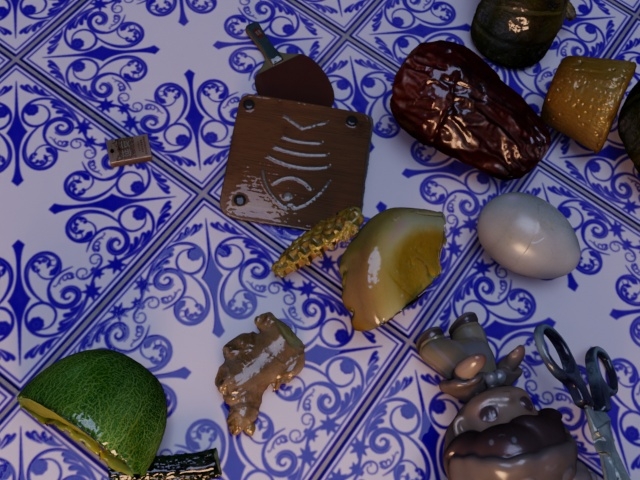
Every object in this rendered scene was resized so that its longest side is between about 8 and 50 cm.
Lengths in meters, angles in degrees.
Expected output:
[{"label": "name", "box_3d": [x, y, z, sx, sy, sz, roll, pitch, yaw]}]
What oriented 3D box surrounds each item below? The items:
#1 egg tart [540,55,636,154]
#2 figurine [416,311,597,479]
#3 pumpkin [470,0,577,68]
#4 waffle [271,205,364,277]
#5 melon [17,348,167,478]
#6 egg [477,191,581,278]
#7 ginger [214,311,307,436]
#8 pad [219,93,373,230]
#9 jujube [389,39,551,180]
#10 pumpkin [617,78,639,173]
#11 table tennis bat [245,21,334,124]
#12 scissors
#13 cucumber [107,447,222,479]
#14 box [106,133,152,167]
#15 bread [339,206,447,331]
[{"label": "egg tart", "box_3d": [0.557, -0.297, 1.543, 0.147, 0.202, 0.202, 23, 67, 19]}, {"label": "figurine", "box_3d": [0.293, 0.308, 1.265, 0.248, 0.203, 0.380, -5, 53, -26]}, {"label": "pumpkin", "box_3d": [0.470, -0.560, 1.609, 0.242, 0.232, 0.324, 10, 71, -5]}, {"label": "waffle", "box_3d": [0.000, 0.000, 1.358, 0.160, 0.192, 0.046, -45, 104, -30]}, {"label": "melon", "box_3d": [-0.367, 0.249, 1.220, 0.265, 0.129, 0.169, 24, 55, 18]}, {"label": "egg", "box_3d": [0.403, -0.007, 1.415, 0.209, 0.151, 0.151, 30, 68, 4]}, {"label": "ginger", "box_3d": [-0.121, 0.234, 1.307, 0.137, 0.074, 0.213, 36, 75, 8]}, {"label": "pad", "box_3d": [-0.045, -0.156, 1.495, 0.287, 0.018, 0.284, 9, 71, -1]}, {"label": "jujube", "box_3d": [0.304, -0.258, 1.491, 0.342, 0.216, 0.216, 33, 68, -1]}, {"label": "pumpkin", "box_3d": [0.775, -0.224, 1.514, 0.321, 0.192, 0.320, 4, 70, -11]}, {"label": "table tennis bat", "box_3d": [-0.080, -0.362, 1.578, 0.154, 0.021, 0.274, -30, 76, -15]}, {"label": "scissors", "box_3d": [0.477, 0.332, 1.243, 0.256, 0.029, 0.383, 24, 46, -35]}, {"label": "cucumber", "box_3d": [-0.261, 0.386, 1.239, 0.187, 0.058, 0.058, -2, 68, -8]}, {"label": "box", "box_3d": [-0.383, -0.180, 1.469, 0.083, 0.024, 0.053, -12, 70, -12]}, {"label": "bread", "box_3d": [0.119, 0.031, 1.344, 0.261, 0.158, 0.156, -38, 104, -30]}]
